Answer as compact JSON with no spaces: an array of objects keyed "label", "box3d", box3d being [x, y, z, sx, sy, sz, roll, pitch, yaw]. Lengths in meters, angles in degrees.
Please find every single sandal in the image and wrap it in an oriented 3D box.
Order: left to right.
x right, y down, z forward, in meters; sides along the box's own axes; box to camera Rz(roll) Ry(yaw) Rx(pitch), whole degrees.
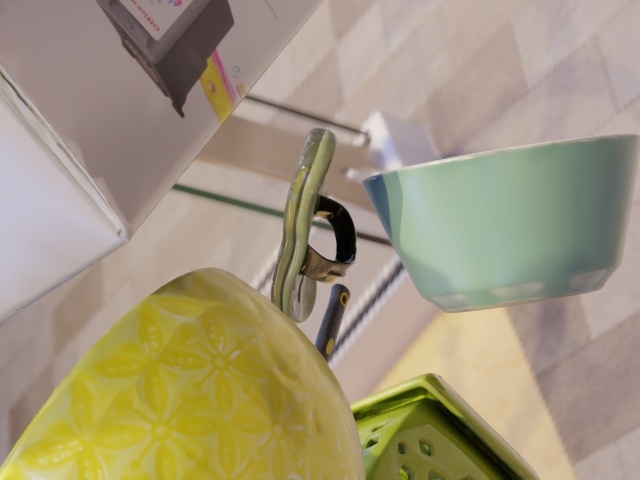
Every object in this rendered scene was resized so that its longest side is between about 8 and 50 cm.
[{"label":"sandal","box3d":[0.000,0.000,1.520,0.302,0.086,0.120,102,179,-56]}]

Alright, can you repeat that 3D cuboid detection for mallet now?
[{"label":"mallet","box3d":[0.002,0.108,1.066,0.039,0.062,0.189,-22,23,31]}]

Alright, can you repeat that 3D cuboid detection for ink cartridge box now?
[{"label":"ink cartridge box","box3d":[-0.152,-0.076,0.762,0.226,0.131,0.306,-30,18,32]}]

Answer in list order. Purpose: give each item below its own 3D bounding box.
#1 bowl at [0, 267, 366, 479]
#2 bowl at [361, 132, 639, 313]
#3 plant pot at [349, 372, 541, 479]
[{"label":"bowl","box3d":[-0.053,0.175,0.704,0.156,0.289,0.289,28,105,16]},{"label":"bowl","box3d":[0.211,-0.012,1.531,0.311,0.312,0.163,-11,88,56]},{"label":"plant pot","box3d":[0.085,0.280,1.451,0.227,0.228,0.207,-30,22,46]}]
